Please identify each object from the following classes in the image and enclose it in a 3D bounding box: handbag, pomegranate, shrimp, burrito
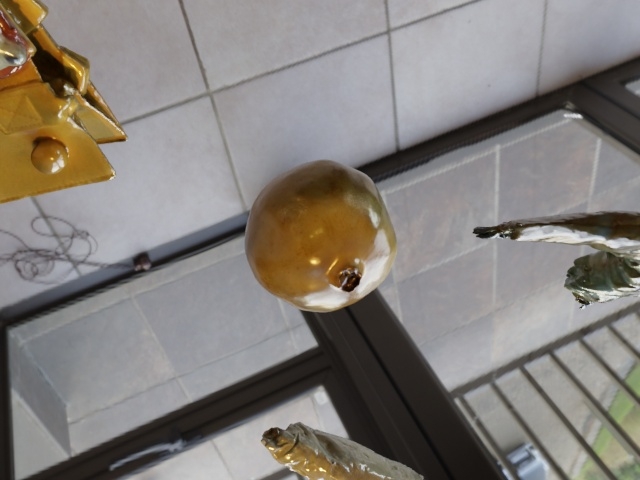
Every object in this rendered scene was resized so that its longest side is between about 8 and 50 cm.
[{"bbox_3d":[-0.386,-0.190,0.585,0.283,0.133,0.401,-7,141,15],"label":"handbag"},{"bbox_3d":[-0.003,-0.005,0.921,0.233,0.233,0.233,-14,131,-17],"label":"pomegranate"},{"bbox_3d":[0.328,0.017,0.732,0.185,0.068,0.287,-18,156,41],"label":"shrimp"},{"bbox_3d":[0.058,0.431,1.221,0.392,0.117,0.076,28,108,-18],"label":"burrito"}]
